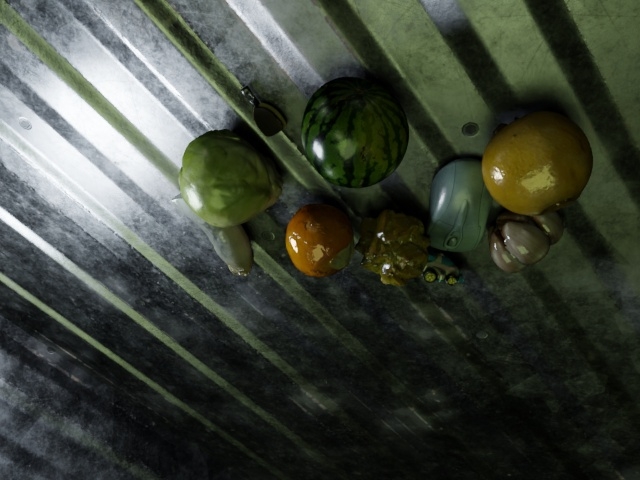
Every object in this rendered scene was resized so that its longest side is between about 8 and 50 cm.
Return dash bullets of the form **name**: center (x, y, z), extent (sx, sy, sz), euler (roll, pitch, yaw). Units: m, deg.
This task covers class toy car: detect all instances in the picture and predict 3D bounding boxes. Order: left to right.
- **toy car**: center (0.404, 0.081, 1.783), extent (0.162, 0.126, 0.098), euler (10, 116, -2)

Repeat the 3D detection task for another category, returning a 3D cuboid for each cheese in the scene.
- **cheese**: center (-0.174, -0.379, 1.567), extent (0.086, 0.036, 0.162), euler (-20, 123, 33)

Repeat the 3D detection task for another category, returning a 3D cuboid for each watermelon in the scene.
- **watermelon**: center (0.089, -0.279, 1.418), extent (0.286, 0.285, 0.285), euler (8, 133, 8)

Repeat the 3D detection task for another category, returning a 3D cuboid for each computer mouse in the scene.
- **computer mouse**: center (0.417, -0.076, 1.633), extent (0.189, 0.121, 0.370), euler (10, 137, 7)

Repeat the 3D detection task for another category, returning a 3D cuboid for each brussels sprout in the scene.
- **brussels sprout**: center (-0.284, -0.177, 1.641), extent (0.317, 0.273, 0.243), euler (37, 170, -30)

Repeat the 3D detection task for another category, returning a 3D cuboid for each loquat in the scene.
- **loquat**: center (0.547, -0.199, 1.383), extent (0.275, 0.274, 0.274), euler (8, 133, 8)

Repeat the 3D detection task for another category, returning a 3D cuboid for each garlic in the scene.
- **garlic**: center (0.615, 0.000, 1.615), extent (0.191, 0.160, 0.214), euler (36, 134, -24)

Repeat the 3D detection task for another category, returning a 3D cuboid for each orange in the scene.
- **orange**: center (0.000, 0.000, 1.729), extent (0.240, 0.239, 0.239), euler (8, 133, 8)

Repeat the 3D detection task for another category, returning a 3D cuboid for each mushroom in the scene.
- **mushroom**: center (-0.341, -0.018, 1.887), extent (0.178, 0.126, 0.397), euler (0, 134, 43)

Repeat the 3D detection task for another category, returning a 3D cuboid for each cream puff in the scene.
- **cream puff**: center (0.222, 0.021, 1.694), extent (0.244, 0.244, 0.196), euler (-27, 147, 34)

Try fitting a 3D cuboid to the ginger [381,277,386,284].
- **ginger**: center (0.249, 0.074, 1.838), extent (0.115, 0.081, 0.205), euler (6, 133, -32)
